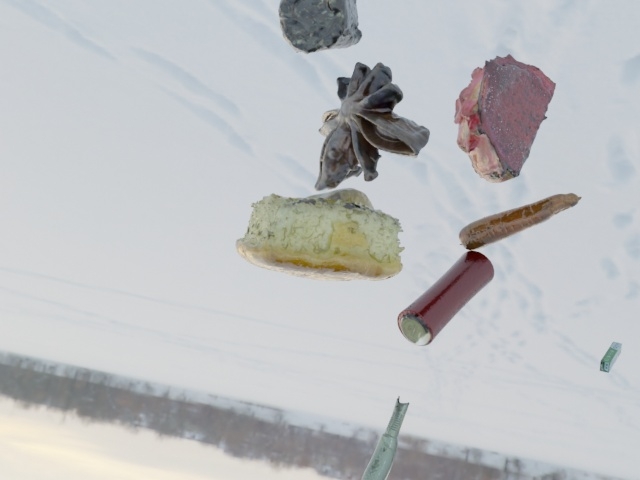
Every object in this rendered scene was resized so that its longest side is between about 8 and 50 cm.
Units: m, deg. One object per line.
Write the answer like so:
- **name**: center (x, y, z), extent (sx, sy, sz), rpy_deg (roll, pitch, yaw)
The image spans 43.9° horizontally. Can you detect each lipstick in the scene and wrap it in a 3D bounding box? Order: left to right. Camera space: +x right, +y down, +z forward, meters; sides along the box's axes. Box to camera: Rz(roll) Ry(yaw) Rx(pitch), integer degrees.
- **lipstick**: center (0.239, 0.106, 1.496), extent (0.080, 0.241, 0.080), rpy_deg (25, 133, 29)

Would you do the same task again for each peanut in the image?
- **peanut**: center (0.015, -0.057, 1.812), extent (0.236, 0.120, 0.110), rpy_deg (-7, 146, 39)

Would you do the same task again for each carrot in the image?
- **carrot**: center (0.383, -0.041, 1.534), extent (0.247, 0.059, 0.059), rpy_deg (-22, 157, 15)

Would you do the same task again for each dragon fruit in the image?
- **dragon fruit**: center (0.314, -0.210, 1.430), extent (0.162, 0.262, 0.189), rpy_deg (24, 146, 5)

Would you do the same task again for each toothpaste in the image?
- **toothpaste**: center (0.493, 0.197, 1.346), extent (0.017, 0.020, 0.083), rpy_deg (11, -157, 32)

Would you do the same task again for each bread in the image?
- **bread**: center (0.000, 0.000, 1.195), extent (0.245, 0.121, 0.174), rpy_deg (4, 174, -25)

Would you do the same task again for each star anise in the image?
- **star anise**: center (0.071, -0.183, 1.291), extent (0.110, 0.199, 0.257), rpy_deg (7, 159, -31)

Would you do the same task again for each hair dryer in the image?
- **hair dryer**: center (0.091, 0.413, 1.244), extent (0.092, 0.267, 0.229), rpy_deg (16, 139, 27)

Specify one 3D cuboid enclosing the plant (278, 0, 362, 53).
- **plant**: center (0.001, -0.381, 1.334), extent (0.132, 0.129, 0.194), rpy_deg (-2, -158, 8)
